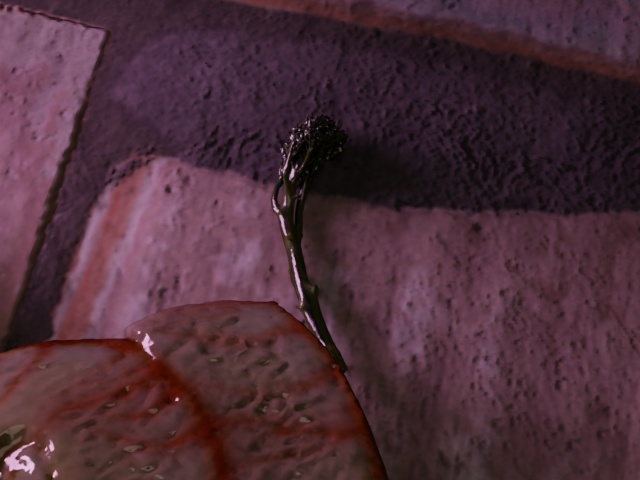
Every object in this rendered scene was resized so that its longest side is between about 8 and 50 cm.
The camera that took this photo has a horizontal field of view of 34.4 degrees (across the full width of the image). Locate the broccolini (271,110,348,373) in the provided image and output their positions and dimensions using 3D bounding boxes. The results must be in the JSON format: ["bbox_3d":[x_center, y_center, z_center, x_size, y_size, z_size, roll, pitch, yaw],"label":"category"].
[{"bbox_3d":[-0.007,0.001,0.713,0.052,0.054,0.194,-12,71,27],"label":"broccolini"}]

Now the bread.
[{"bbox_3d":[-0.122,0.176,0.538,0.328,0.114,0.295,-10,46,-12],"label":"bread"}]
